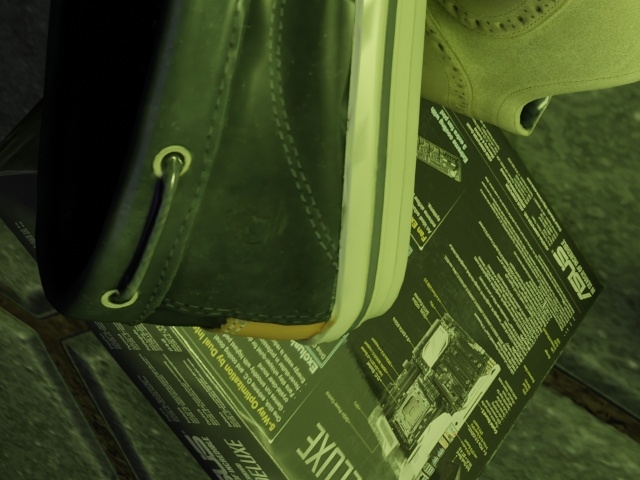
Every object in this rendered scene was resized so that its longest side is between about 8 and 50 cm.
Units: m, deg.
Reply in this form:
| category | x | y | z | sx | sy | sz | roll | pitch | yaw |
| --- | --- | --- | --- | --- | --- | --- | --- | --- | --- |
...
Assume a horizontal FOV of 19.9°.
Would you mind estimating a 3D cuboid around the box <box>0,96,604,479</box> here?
| category | x | y | z | sx | sy | sz | roll | pitch | yaw |
| --- | --- | --- | --- | --- | --- | --- | --- | --- | --- |
| box | 0.000 | 0.000 | 0.950 | 0.076 | 0.242 | 0.307 | -2 | 132 | 49 |

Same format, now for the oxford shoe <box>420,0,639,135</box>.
| category | x | y | z | sx | sy | sz | roll | pitch | yaw |
| --- | --- | --- | --- | --- | --- | --- | --- | --- | --- |
| oxford shoe | 0.121 | -0.152 | 0.734 | 0.146 | 0.140 | 0.397 | 36 | 160 | -6 |

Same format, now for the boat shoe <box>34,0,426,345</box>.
| category | x | y | z | sx | sy | sz | roll | pitch | yaw |
| --- | --- | --- | --- | --- | --- | --- | --- | --- | --- |
| boat shoe | -0.052 | -0.181 | 0.688 | 0.187 | 0.156 | 0.500 | -129 | 36 | -58 |
